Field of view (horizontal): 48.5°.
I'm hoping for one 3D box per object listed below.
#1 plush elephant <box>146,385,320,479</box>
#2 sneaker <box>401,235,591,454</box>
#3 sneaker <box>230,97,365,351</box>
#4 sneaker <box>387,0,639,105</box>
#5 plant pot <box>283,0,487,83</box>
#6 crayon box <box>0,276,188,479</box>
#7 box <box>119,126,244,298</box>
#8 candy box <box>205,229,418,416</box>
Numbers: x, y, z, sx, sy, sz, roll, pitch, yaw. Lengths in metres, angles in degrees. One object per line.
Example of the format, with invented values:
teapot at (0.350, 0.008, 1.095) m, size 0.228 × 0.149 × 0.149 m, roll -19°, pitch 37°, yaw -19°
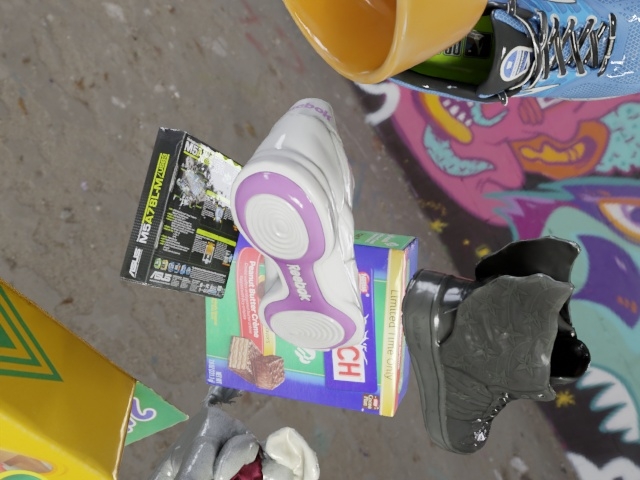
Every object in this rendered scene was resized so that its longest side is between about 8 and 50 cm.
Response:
plush elephant at (-0.165, 0.456, 1.389) m, size 0.255 × 0.272 × 0.330 m, roll 39°, pitch 50°, yaw -14°
sneaker at (0.096, 0.066, 0.370) m, size 0.051 × 0.089 × 0.170 m, roll -56°, pitch 139°, yaw -37°
sneaker at (0.000, 0.000, 0.700) m, size 0.305 × 0.114 × 0.152 m, roll 84°, pitch 20°, yaw -50°
sneaker at (0.203, -0.179, 0.685) m, size 0.147 × 0.329 × 0.130 m, roll -71°, pitch 159°, yaw -59°
plant pot at (0.070, -0.217, 0.389) m, size 0.205 × 0.188 × 0.205 m, roll 59°, pitch -13°, yaw 22°
crayon box at (-0.258, 0.088, 0.405) m, size 0.323 × 0.203 × 0.083 m, roll 49°, pitch 25°, yaw -35°
box at (-0.160, -0.026, 0.894) m, size 0.190 × 0.045 × 0.184 m, roll 24°, pitch 76°, yaw -68°
candy box at (-0.017, 0.113, 1.121) m, size 0.122 × 0.317 × 0.268 m, roll -39°, pitch 132°, yaw -68°
